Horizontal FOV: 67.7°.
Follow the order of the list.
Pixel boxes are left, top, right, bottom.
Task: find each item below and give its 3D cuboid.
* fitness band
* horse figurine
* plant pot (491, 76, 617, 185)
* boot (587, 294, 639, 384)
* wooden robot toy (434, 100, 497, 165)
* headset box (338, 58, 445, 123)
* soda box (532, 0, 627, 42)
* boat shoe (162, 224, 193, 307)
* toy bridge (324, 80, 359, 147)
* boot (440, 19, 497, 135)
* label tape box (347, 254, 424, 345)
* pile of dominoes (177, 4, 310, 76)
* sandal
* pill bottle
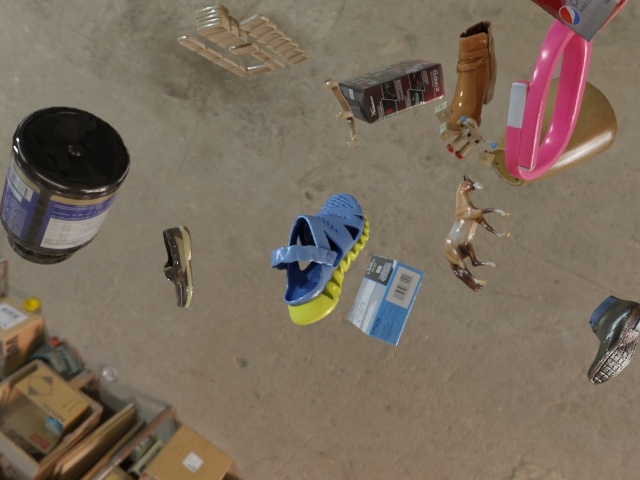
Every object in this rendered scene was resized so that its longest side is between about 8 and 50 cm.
[{"bbox_3d":[0.406,-0.241,0.843,0.054,0.209,0.291,29,145,37],"label":"fitness band"},{"bbox_3d":[0.361,-0.006,1.145,0.174,0.066,0.264,38,127,49],"label":"horse figurine"},{"bbox_3d":[0.587,-0.261,1.259,0.254,0.237,0.237,-36,96,-10],"label":"plant pot"},{"bbox_3d":[0.694,0.236,1.150,0.082,0.106,0.219,31,98,-24],"label":"boot"},{"bbox_3d":[0.298,-0.229,1.003,0.173,0.079,0.076,33,131,-19],"label":"wooden robot toy"},{"bbox_3d":[0.236,-0.485,1.517,0.293,0.218,0.110,-22,119,-10],"label":"headset box"},{"bbox_3d":[0.333,-0.337,0.471,0.092,0.083,0.263,42,90,8],"label":"soda box"},{"bbox_3d":[-0.262,0.049,0.863,0.056,0.049,0.152,11,104,58],"label":"boat shoe"},{"bbox_3d":[0.066,-0.338,1.289,0.026,0.063,0.188,-19,95,32],"label":"toy bridge"},{"bbox_3d":[0.397,-0.429,1.267,0.109,0.283,0.220,23,146,36],"label":"boot"},{"bbox_3d":[0.195,0.184,1.624,0.115,0.347,0.249,22,88,-15],"label":"label tape box"},{"bbox_3d":[-0.144,-0.401,0.962,0.195,0.251,0.040,-3,91,22],"label":"pile of dominoes"},{"bbox_3d":[0.000,0.000,0.906,0.126,0.317,0.138,-18,121,32],"label":"sandal"},{"bbox_3d":[-0.335,-0.056,0.610,0.123,0.123,0.219,49,133,-2],"label":"pill bottle"}]
